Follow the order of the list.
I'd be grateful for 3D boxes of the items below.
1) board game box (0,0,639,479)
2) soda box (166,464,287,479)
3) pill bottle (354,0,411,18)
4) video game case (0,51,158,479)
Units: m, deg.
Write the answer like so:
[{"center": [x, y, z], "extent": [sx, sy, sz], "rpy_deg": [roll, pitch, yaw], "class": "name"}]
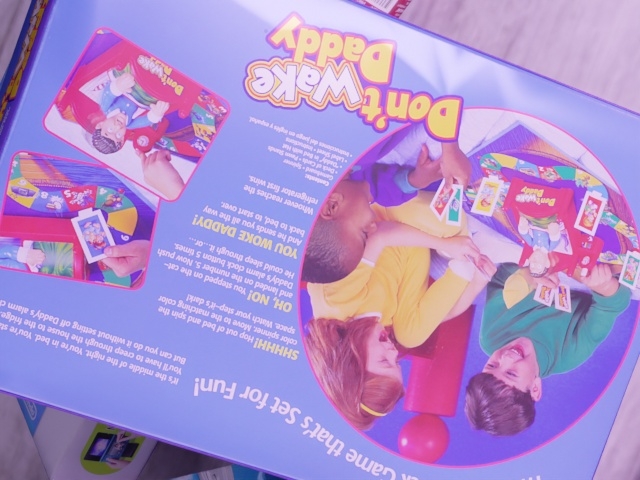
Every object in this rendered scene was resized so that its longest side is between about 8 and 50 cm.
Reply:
[{"center": [0.000, 0.000, 0.932], "extent": [0.233, 0.347, 0.078], "rpy_deg": [-70, 18, 2], "class": "board game box"}, {"center": [-0.095, 0.183, 1.111], "extent": [0.210, 0.071, 0.067], "rpy_deg": [-18, 71, 30], "class": "soda box"}, {"center": [-0.010, -0.129, 1.106], "extent": [0.152, 0.086, 0.086], "rpy_deg": [-52, 58, 15], "class": "pill bottle"}, {"center": [-0.129, -0.031, 1.111], "extent": [0.244, 0.061, 0.269], "rpy_deg": [-60, 40, 24], "class": "video game case"}]
